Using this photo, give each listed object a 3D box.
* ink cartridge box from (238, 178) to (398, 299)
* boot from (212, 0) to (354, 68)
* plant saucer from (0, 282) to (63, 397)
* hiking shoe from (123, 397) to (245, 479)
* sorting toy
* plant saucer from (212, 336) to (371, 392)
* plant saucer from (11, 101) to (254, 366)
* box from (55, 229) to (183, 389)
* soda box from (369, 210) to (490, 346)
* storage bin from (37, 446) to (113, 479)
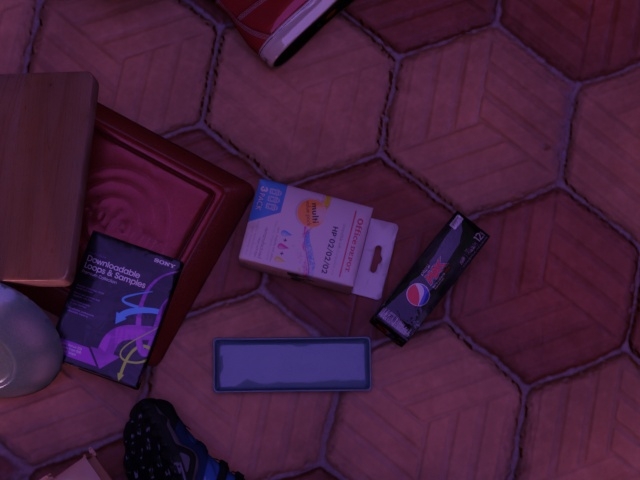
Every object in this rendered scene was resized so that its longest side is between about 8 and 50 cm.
[{"bbox_3d":[0.000,0.000,1.959,0.181,0.061,0.104,14,79,-1],"label":"ink cartridge box"},{"bbox_3d":[-0.029,-0.358,2.017,0.244,0.088,0.176,-41,82,-6],"label":"boot"},{"bbox_3d":[-0.395,0.124,1.857,0.195,0.195,0.037,17,42,0],"label":"plant saucer"},{"bbox_3d":[-0.124,0.313,1.885,0.132,0.113,0.304,-11,61,-45],"label":"hiking shoe"},{"bbox_3d":[-0.386,-0.061,1.900,0.255,0.089,0.257,0,70,14],"label":"sorting toy"},{"bbox_3d":[-0.034,0.151,1.951,0.192,0.018,0.067,-1,79,-2],"label":"plant saucer"},{"bbox_3d":[-0.250,-0.019,1.958,0.258,0.048,0.259,28,78,2],"label":"plant saucer"},{"bbox_3d":[-0.242,0.081,1.900,0.116,0.029,0.162,19,79,1],"label":"box"},{"bbox_3d":[0.133,0.047,1.958,0.053,0.060,0.169,39,79,3],"label":"soda box"},{"bbox_3d":[-0.226,0.377,1.777,0.123,0.260,0.262,-35,83,-13],"label":"storage bin"}]
